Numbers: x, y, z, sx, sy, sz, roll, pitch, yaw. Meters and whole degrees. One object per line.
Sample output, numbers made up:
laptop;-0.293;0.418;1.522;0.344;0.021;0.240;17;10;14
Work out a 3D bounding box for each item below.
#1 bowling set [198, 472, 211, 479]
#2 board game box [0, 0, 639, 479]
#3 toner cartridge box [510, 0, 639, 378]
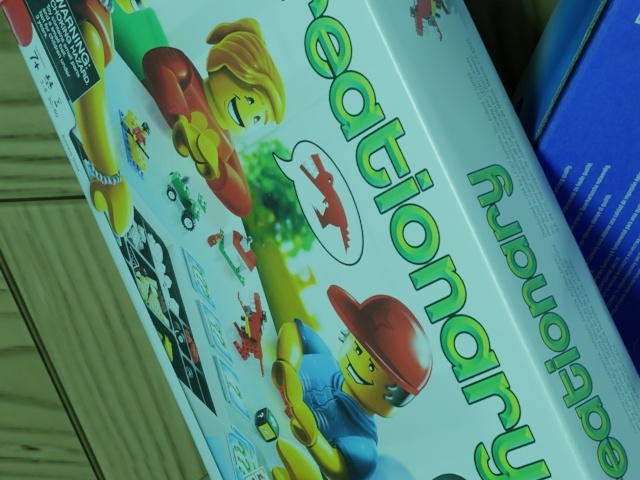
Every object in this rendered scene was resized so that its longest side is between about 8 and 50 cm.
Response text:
bowling set;0.076;0.156;0.793;0.287;0.154;0.200;-22;135;33
board game box;0.000;0.000;0.617;0.193;0.053;0.305;-30;84;47
toner cartridge box;0.170;-0.069;0.558;0.165;0.075;0.348;18;137;-4
